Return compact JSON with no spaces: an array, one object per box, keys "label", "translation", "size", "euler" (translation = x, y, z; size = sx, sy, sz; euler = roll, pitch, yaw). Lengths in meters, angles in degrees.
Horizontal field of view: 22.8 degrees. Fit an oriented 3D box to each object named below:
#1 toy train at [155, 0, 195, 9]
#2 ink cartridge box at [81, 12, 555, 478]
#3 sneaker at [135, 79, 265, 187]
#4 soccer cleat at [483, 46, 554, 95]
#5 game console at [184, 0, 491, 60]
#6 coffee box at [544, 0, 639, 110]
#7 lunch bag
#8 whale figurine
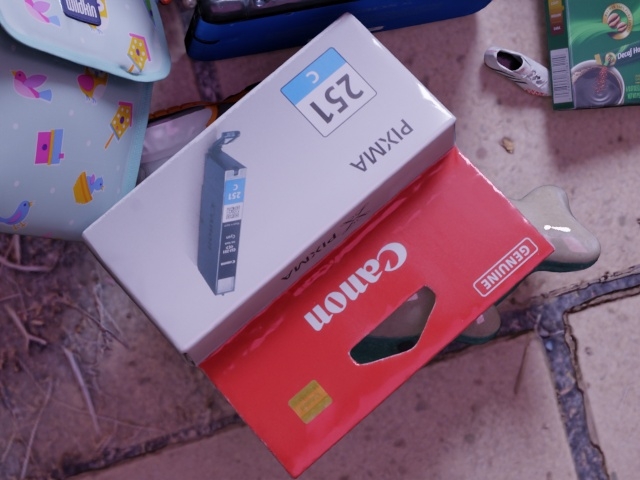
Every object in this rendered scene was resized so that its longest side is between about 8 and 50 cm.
[{"label":"toy train","translation":[-0.118,-0.291,1.427],"size":[0.166,0.046,0.125],"euler":[-43,100,-4]},{"label":"ink cartridge box","translation":[0.000,0.000,1.301],"size":[0.296,0.066,0.261],"euler":[-41,74,-7]},{"label":"sneaker","translation":[-0.050,-0.080,1.430],"size":[0.262,0.099,0.121],"euler":[-16,102,-3]},{"label":"soccer cleat","translation":[0.193,-0.159,1.497],"size":[0.083,0.035,0.029],"euler":[26,86,-11]},{"label":"game console","translation":[0.020,-0.281,1.359],"size":[0.293,0.250,0.173],"euler":[-11,85,-11]},{"label":"coffee box","translation":[0.267,-0.217,1.497],"size":[0.113,0.040,0.184],"euler":[-5,93,-24]},{"label":"lunch bag","translation":[-0.247,-0.142,1.297],"size":[0.223,0.160,0.262],"euler":[10,98,-54]},{"label":"whale figurine","translation":[0.109,0.029,1.427],"size":[0.272,0.216,0.141],"euler":[-12,132,-15]}]
